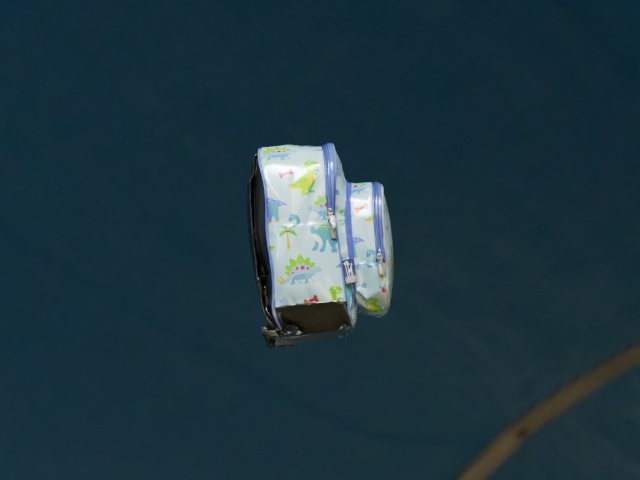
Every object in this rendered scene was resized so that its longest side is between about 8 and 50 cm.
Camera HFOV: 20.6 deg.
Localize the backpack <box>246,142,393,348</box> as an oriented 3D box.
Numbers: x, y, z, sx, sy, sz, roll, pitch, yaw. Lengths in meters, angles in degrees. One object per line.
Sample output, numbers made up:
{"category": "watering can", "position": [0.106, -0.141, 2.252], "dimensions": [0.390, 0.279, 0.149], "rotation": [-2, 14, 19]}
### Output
{"category": "backpack", "position": [0.000, 0.000, 1.040], "dimensions": [0.084, 0.114, 0.105], "rotation": [-8, -8, -2]}
